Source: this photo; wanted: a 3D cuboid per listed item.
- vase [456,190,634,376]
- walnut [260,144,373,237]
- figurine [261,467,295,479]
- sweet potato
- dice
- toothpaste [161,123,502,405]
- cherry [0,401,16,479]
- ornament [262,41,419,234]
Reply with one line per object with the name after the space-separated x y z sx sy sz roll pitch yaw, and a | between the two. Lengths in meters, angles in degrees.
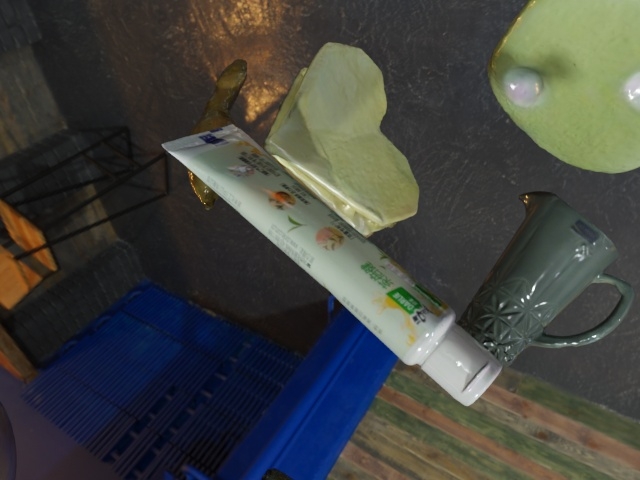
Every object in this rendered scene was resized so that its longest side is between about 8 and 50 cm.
0.360 0.090 0.791 0.251 0.301 0.156 39 177 32 | vase
-0.003 -0.070 0.692 0.213 0.213 0.213 23 138 23 | walnut
0.019 0.275 0.404 0.196 0.114 0.108 9 129 32 | figurine
-0.148 -0.152 0.667 0.075 0.269 0.075 5 154 2 | sweet potato
0.394 -0.257 0.597 0.250 0.252 0.254 43 158 6 | dice
0.000 0.000 0.366 0.314 0.056 0.058 41 -177 21 | toothpaste
-0.348 0.205 0.301 0.221 0.261 0.307 33 118 24 | cherry
0.016 -0.102 0.489 0.059 0.180 0.201 -24 83 49 | ornament
